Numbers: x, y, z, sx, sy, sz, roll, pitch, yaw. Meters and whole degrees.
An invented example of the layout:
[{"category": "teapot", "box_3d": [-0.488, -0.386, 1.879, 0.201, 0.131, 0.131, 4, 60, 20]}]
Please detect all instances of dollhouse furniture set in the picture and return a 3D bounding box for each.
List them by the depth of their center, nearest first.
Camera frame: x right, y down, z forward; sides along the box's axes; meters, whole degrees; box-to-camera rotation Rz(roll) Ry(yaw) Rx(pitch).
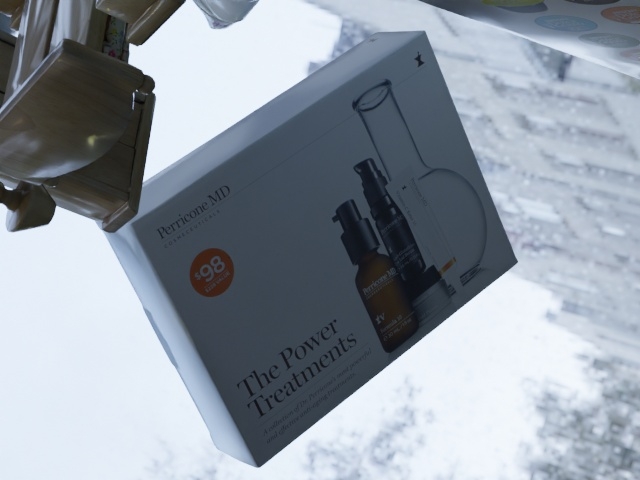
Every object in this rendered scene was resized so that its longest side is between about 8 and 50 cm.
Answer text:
[{"category": "dollhouse furniture set", "box_3d": [-0.126, -0.164, 0.915, 0.173, 0.355, 0.303, 23, -126, -29]}]

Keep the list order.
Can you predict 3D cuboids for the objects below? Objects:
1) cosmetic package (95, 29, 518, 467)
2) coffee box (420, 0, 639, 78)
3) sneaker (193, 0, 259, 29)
[{"category": "cosmetic package", "box_3d": [0.000, 0.000, 1.326, 0.377, 0.097, 0.284, -36, -68, -25]}, {"category": "coffee box", "box_3d": [0.306, -0.332, 1.019, 0.334, 0.337, 0.338, 10, -97, -41]}, {"category": "sneaker", "box_3d": [-0.166, -0.377, 1.506, 0.114, 0.305, 0.152, -23, -12, -29]}]
